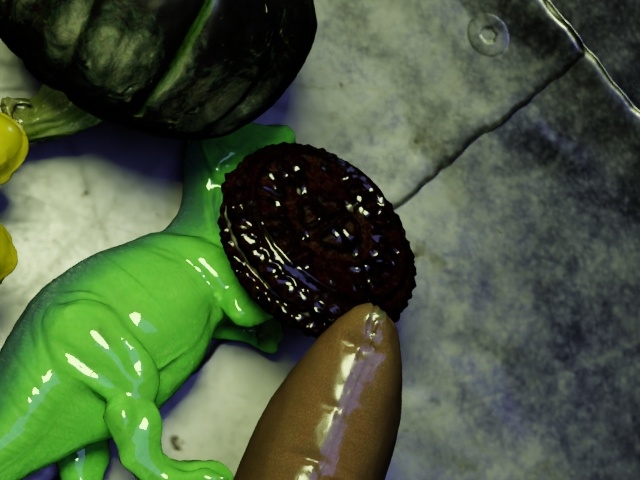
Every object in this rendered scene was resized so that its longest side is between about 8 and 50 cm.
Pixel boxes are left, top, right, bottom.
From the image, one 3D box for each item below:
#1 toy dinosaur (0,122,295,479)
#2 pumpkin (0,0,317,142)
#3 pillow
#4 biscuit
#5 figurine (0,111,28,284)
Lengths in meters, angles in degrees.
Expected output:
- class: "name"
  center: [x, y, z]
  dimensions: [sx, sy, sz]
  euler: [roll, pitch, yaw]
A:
- class: "toy dinosaur"
  center: [-0.231, 0.053, 1.000]
  dimensions: [0.500, 0.144, 0.374]
  euler: [2, 73, -23]
- class: "pumpkin"
  center: [-0.154, -0.186, 1.018]
  dimensions: [0.296, 0.296, 0.295]
  euler: [4, 77, -18]
- class: "pillow"
  center: [-0.022, 0.220, 0.954]
  dimensions: [0.108, 0.308, 0.305]
  euler: [21, 74, 4]
- class: "biscuit"
  center: [0.000, 0.000, 1.037]
  dimensions: [0.195, 0.053, 0.194]
  euler: [22, 43, -23]
- class: "figurine"
  center: [-0.402, -0.051, 0.914]
  dimensions: [0.340, 0.231, 0.323]
  euler: [46, 63, 1]
